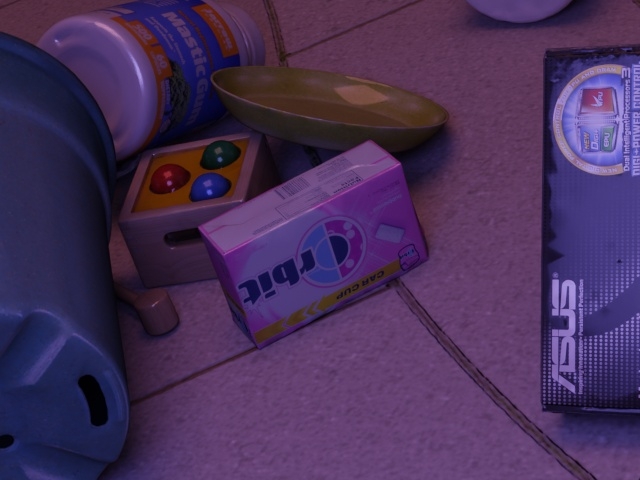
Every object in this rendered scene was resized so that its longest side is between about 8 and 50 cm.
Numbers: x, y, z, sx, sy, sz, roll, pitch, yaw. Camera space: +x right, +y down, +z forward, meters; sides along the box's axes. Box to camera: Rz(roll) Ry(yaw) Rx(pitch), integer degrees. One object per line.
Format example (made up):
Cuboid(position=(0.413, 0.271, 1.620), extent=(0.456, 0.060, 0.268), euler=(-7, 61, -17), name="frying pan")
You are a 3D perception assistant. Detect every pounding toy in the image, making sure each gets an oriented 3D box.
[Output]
Cuboid(position=(-0.144, -0.009, 1.396), extent=(0.181, 0.094, 0.206), euler=(-9, 34, 14), name="pounding toy")

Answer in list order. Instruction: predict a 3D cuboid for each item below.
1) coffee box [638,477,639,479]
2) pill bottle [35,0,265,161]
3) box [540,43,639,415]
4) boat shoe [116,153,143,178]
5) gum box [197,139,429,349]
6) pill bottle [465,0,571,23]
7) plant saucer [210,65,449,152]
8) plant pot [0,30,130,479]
Cuboid(position=(0.286, 0.192, 0.945), extent=(0.184, 0.040, 0.113), euler=(13, 45, 39), name="coffee box")
Cuboid(position=(-0.170, -0.181, 1.560), extent=(0.152, 0.152, 0.272), euler=(2, 17, 28), name="pill bottle")
Cuboid(position=(0.270, -0.007, 1.058), extent=(0.216, 0.270, 0.060), euler=(1, -1, 25), name="box")
Cuboid(position=(-0.334, -0.072, 1.573), extent=(0.302, 0.109, 0.094), euler=(-26, 36, -17), name="boat shoe")
Cuboid(position=(0.000, 0.000, 1.301), extent=(0.188, 0.107, 0.062), euler=(-27, 34, -13), name="gum box")
Cuboid(position=(0.259, -0.392, 1.688), extent=(0.169, 0.169, 0.301), euler=(2, 39, 28), name="pill bottle")
Cuboid(position=(0.007, -0.129, 1.472), extent=(0.241, 0.037, 0.241), euler=(9, 17, -3), name="plant saucer")
Cuboid(position=(-0.310, 0.048, 1.210), extent=(0.341, 0.341, 0.334), euler=(-21, 41, -3), name="plant pot")
